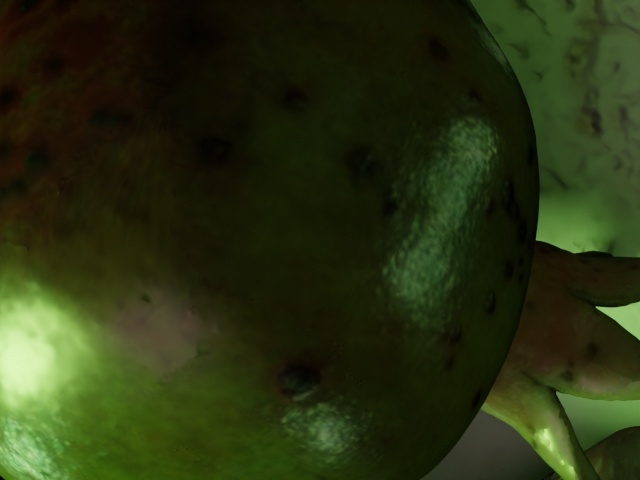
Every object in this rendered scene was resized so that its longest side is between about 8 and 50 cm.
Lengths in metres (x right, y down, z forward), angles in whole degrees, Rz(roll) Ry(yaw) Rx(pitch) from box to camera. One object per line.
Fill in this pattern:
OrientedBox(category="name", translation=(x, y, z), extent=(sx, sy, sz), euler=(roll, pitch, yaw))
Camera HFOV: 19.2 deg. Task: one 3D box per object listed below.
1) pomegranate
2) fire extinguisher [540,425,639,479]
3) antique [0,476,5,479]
OrientedBox(category="pomegranate", translation=(-0.021, -0.003, 0.812), extent=(0.291, 0.291, 0.323), euler=(-14, 153, 35))
OrientedBox(category="fire extinguisher", translation=(0.133, 0.170, 0.959), extent=(0.105, 0.105, 0.269), euler=(41, 132, -9))
OrientedBox(category="antique", translation=(-0.094, 0.216, 1.021), extent=(0.255, 0.185, 0.322), euler=(59, 152, -6))
